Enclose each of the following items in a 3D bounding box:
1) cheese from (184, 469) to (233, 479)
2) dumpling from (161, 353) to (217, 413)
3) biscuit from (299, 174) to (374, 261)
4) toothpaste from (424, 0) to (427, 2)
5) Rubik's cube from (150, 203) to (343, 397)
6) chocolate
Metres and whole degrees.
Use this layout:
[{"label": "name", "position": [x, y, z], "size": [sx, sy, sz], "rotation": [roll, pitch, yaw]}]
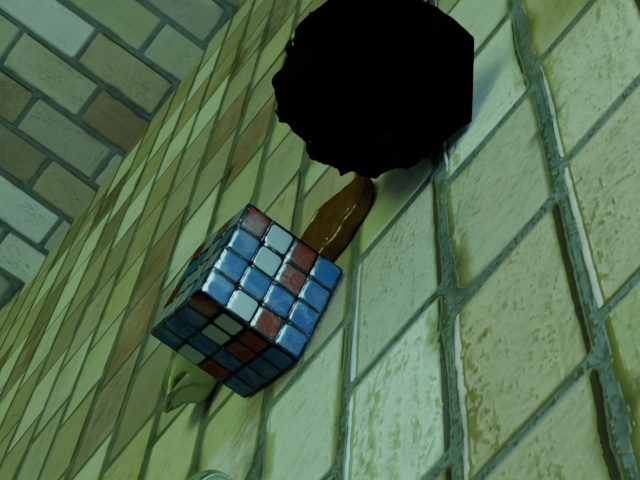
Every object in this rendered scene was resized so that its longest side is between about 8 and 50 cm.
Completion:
[{"label": "cheese", "position": [-0.119, 0.217, 1.125], "size": [0.192, 0.037, 0.097], "rotation": [-36, 20, 53]}, {"label": "dumpling", "position": [-0.108, 0.118, 1.360], "size": [0.059, 0.043, 0.077], "rotation": [106, -177, -47]}, {"label": "biscuit", "position": [0.000, 0.000, 1.319], "size": [0.130, 0.019, 0.102], "rotation": [-53, 13, 1]}, {"label": "toothpaste", "position": [0.073, -0.241, 1.615], "size": [0.114, 0.073, 0.299], "rotation": [-46, 22, 37]}, {"label": "Rubik's cube", "position": [-0.055, 0.046, 1.224], "size": [0.092, 0.092, 0.092], "rotation": [-38, 20, 52]}, {"label": "chocolate", "position": [0.043, -0.103, 1.256], "size": [0.156, 0.156, 0.133], "rotation": [-57, -15, -15]}]
